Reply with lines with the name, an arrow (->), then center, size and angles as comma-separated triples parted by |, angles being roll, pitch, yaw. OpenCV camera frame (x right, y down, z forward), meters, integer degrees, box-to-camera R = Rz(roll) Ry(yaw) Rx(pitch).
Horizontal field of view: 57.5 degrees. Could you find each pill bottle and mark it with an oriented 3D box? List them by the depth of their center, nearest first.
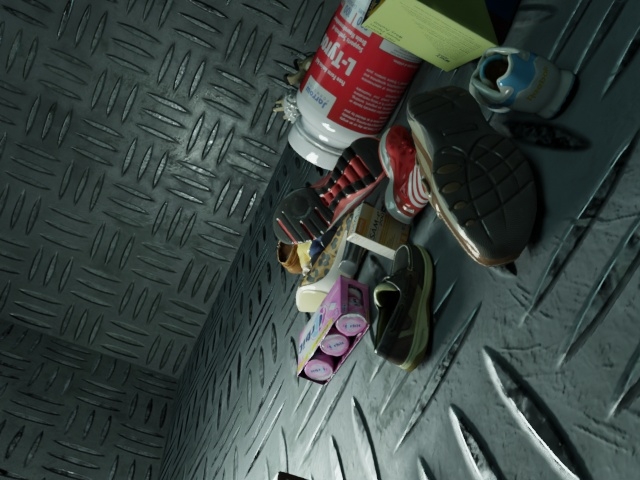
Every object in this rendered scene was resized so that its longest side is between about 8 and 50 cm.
pill bottle -> 0.083, -0.380, 1.384 | 0.408, 0.228, 0.229 | -59, 16, 30

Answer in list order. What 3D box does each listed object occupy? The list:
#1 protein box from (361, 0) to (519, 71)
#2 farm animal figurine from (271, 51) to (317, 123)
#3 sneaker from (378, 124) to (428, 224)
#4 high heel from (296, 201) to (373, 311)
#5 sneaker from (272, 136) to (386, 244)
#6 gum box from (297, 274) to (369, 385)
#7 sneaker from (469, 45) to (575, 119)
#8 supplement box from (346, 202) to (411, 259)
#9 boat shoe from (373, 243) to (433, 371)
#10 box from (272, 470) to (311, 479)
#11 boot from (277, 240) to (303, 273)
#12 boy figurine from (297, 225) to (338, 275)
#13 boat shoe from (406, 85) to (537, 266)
protein box -> 0.210, -0.421, 1.028 | 0.136, 0.199, 0.201 | -67, 13, -1
farm animal figurine -> 0.040, -0.415, 1.651 | 0.172, 0.326, 0.331 | 2, 66, 33
sneaker -> 0.173, -0.143, 1.018 | 0.128, 0.086, 0.221 | -42, 39, 42
high heel -> 0.034, 0.040, 1.220 | 0.261, 0.093, 0.186 | -48, 16, 49
sneaker -> 0.039, -0.089, 1.235 | 0.313, 0.116, 0.136 | -37, -13, 22
gum box -> 0.025, 0.164, 1.079 | 0.188, 0.062, 0.107 | -59, 16, 32
sneaker -> 0.249, -0.224, 0.793 | 0.229, 0.092, 0.088 | -114, 46, -73
supplement box -> 0.101, -0.015, 1.003 | 0.036, 0.098, 0.062 | -40, 30, 61
boat shoe -> 0.115, 0.081, 0.849 | 0.080, 0.073, 0.224 | -54, 19, 43
box -> -0.080, 0.511, 0.773 | 0.382, 0.143, 0.191 | -58, 16, 26
boot -> -0.061, -0.014, 1.509 | 0.152, 0.072, 0.197 | 36, -128, -67
boy figurine -> 0.000, 0.000, 1.384 | 0.177, 0.092, 0.285 | -65, 13, 8
boat shoe -> 0.194, -0.080, 0.772 | 0.325, 0.123, 0.117 | -95, -4, -46
